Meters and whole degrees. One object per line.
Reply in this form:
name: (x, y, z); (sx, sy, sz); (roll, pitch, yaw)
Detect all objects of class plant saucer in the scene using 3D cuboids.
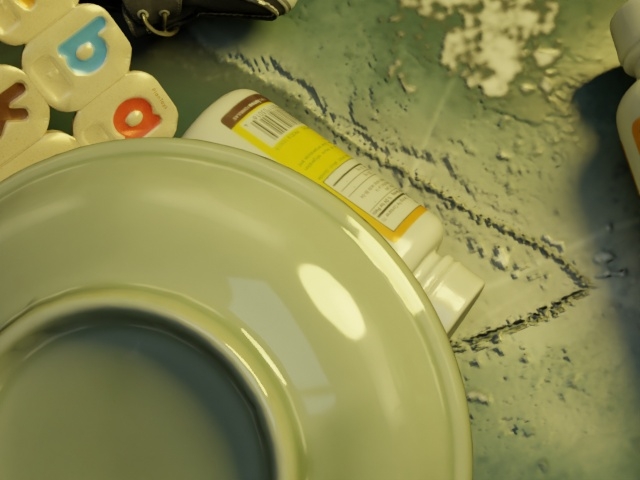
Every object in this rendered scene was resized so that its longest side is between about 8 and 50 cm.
plant saucer: (-0.112, 0.135, 0.755); (0.401, 0.100, 0.400); (0, 91, 10)

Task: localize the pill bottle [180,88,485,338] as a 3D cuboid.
pill bottle: (0.000, 0.000, 0.846); (0.215, 0.117, 0.117); (36, 77, 10)

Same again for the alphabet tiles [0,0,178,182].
alphabet tiles: (-0.245, -0.060, 0.829); (0.278, 0.021, 0.284); (-40, 115, -10)

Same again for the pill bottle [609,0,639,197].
pill bottle: (0.282, -0.054, 0.852); (0.136, 0.136, 0.245); (-14, 75, -4)

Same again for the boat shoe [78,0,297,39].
boat shoe: (-0.132, -0.185, 0.921); (0.229, 0.080, 0.076); (15, 81, 5)
